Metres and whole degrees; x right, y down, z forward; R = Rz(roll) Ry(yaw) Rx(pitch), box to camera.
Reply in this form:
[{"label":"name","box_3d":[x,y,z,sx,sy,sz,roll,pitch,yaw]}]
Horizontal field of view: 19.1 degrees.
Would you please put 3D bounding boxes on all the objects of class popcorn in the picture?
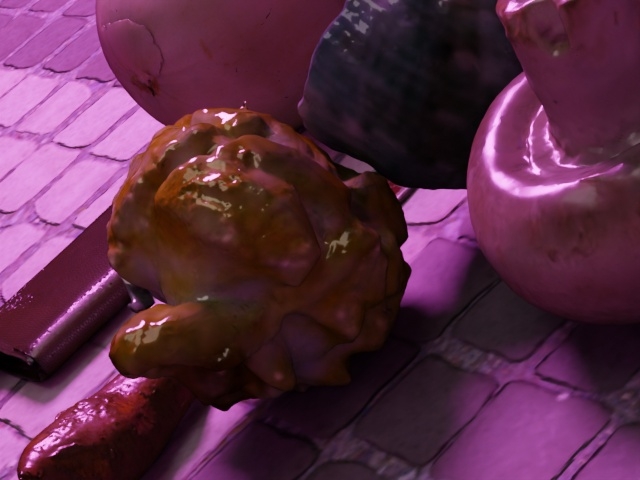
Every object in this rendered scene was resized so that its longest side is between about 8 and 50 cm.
[{"label":"popcorn","box_3d":[-0.050,0.018,1.120,0.198,0.198,0.212,-9,43,39]}]

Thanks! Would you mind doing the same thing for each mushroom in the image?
[{"label":"mushroom","box_3d":[0.161,-0.064,1.009,0.204,0.204,0.204,-25,28,15]}]

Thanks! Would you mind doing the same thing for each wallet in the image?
[{"label":"wallet","box_3d":[-0.160,0.022,1.390,0.198,0.031,0.110,-45,29,-23]}]

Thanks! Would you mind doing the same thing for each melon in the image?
[{"label":"melon","box_3d":[-0.032,-0.211,1.427,0.223,0.223,0.317,4,44,49]}]

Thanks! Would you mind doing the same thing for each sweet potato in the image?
[{"label":"sweet potato","box_3d":[-0.118,0.112,1.177,0.068,0.068,0.226,-11,18,36]}]

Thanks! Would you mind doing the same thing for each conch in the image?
[{"label":"conch","box_3d":[0.117,-0.149,1.172,0.277,0.220,0.195,-47,43,17]}]

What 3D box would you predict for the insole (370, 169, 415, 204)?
[{"label":"insole","box_3d":[0.000,0.000,1.283,0.193,0.006,0.065,-39,28,-13]}]
